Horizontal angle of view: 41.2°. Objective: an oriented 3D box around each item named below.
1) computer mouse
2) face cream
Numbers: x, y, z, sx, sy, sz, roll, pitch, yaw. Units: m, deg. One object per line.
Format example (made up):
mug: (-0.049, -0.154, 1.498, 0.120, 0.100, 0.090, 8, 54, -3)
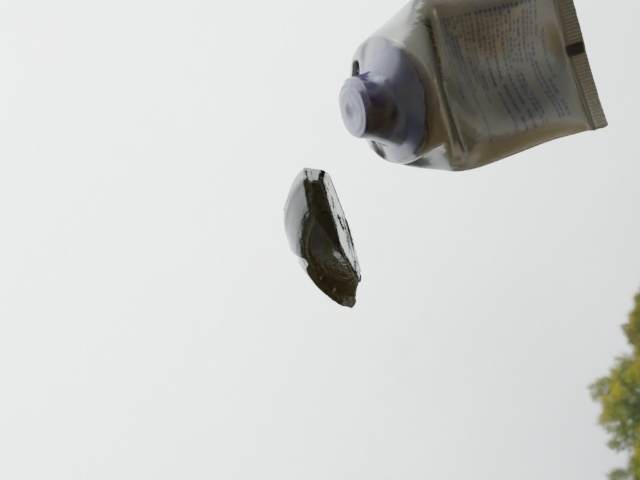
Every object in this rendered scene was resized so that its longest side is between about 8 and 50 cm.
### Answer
computer mouse: (0.000, 0.000, 0.915, 0.062, 0.106, 0.192, -15, -40, 7)
face cream: (0.201, -0.208, 1.057, 0.420, 0.137, 0.235, -21, -85, -32)
